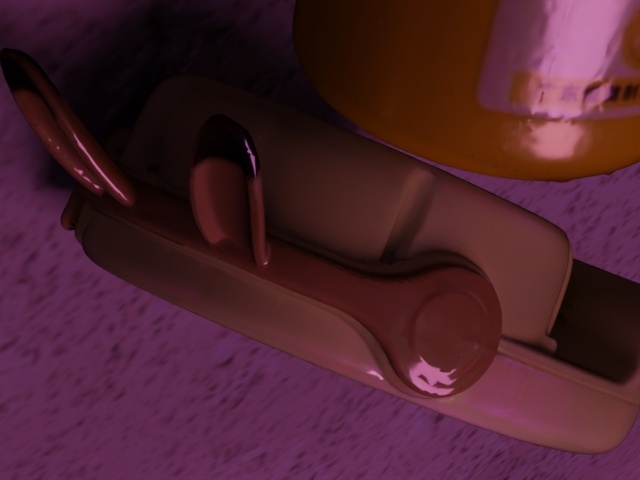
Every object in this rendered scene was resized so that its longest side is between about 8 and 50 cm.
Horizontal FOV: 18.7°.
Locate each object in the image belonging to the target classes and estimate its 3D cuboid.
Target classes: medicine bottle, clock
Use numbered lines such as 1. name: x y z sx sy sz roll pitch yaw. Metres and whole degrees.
1. medicine bottle: 0.068 -0.133 0.534 0.122 0.122 0.212 -17 131 -39
2. clock: 0.000 0.000 0.615 0.232 0.170 0.069 24 90 -56
